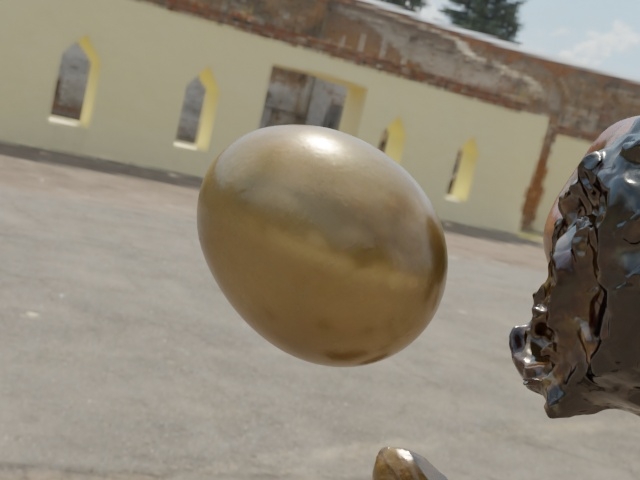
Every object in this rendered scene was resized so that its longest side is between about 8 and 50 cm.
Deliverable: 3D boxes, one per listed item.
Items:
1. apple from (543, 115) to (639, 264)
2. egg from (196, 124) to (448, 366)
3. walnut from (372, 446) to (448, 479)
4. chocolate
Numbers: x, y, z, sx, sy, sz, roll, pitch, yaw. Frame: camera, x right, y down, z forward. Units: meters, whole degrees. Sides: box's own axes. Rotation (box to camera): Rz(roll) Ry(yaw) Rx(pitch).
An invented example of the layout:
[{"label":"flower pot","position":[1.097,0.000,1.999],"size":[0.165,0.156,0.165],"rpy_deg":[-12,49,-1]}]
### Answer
[{"label":"apple","position":[0.532,-0.018,1.421],"size":[0.305,0.338,0.338],"rpy_deg":[33,8,3]},{"label":"egg","position":[0.000,0.000,1.240],"size":[0.374,0.301,0.301],"rpy_deg":[47,15,12]},{"label":"walnut","position":[0.183,0.478,1.633],"size":[0.245,0.137,0.137],"rpy_deg":[50,15,10]},{"label":"chocolate","position":[0.204,0.039,0.647],"size":[0.177,0.206,0.224],"rpy_deg":[-28,14,26]}]
